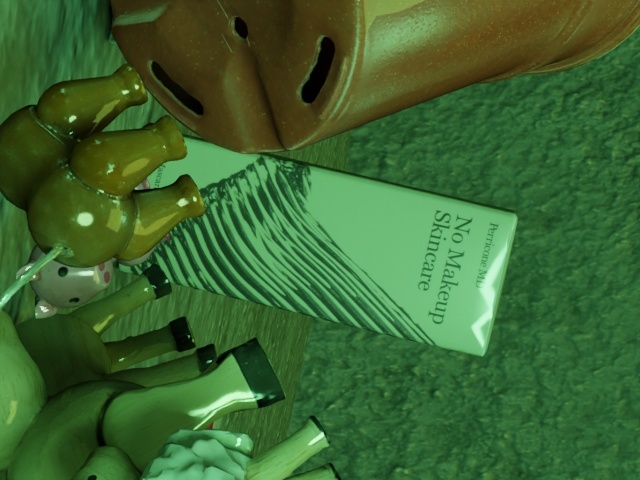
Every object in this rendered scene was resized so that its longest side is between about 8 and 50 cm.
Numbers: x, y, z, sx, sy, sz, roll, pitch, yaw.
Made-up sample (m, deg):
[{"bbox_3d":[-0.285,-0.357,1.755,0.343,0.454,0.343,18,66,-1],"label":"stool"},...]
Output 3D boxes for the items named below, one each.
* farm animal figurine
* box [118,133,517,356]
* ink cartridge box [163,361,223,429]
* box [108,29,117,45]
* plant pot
[{"bbox_3d":[-0.110,0.095,0.796,0.327,0.172,0.330,59,-12,20],"label":"farm animal figurine"},{"bbox_3d":[0.000,0.000,1.250,0.094,0.275,0.113,-12,114,-84],"label":"box"},{"bbox_3d":[-0.129,0.202,1.504,0.109,0.063,0.150,-71,172,-56],"label":"ink cartridge box"},{"bbox_3d":[-0.089,-0.205,1.143,0.225,0.036,0.136,-50,152,-75],"label":"box"},{"bbox_3d":[0.027,-0.185,0.987,0.265,0.272,0.272,-31,141,-41],"label":"plant pot"}]
